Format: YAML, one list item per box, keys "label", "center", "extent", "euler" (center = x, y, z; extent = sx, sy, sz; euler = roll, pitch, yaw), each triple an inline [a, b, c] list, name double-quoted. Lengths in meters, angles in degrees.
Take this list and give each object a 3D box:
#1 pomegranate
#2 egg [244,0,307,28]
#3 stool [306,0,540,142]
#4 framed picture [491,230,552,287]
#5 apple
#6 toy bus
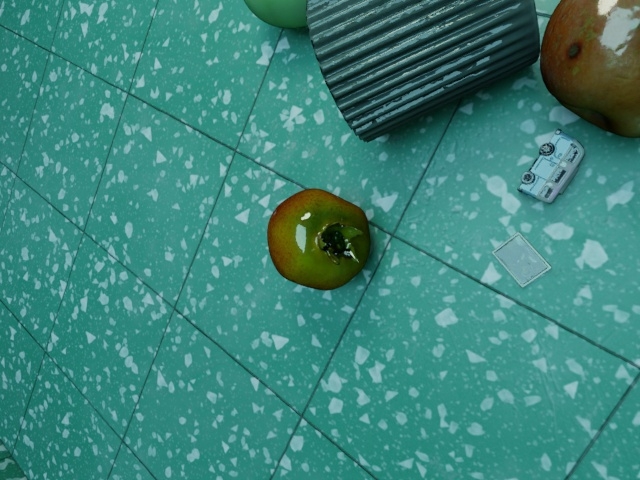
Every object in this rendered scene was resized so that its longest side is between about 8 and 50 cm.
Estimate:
- label: "pomegranate"
  center: [0.000, 0.000, 0.890]
  extent: [0.257, 0.221, 0.220]
  euler: [-177, 86, -74]
- label: "egg"
  center: [-0.053, -0.591, 0.937]
  extent: [0.270, 0.220, 0.220]
  euler: [-14, 83, 27]
- label: "stool"
  center: [0.185, -0.373, 0.774]
  extent: [0.330, 0.297, 0.296]
  euler: [-16, 82, 24]
- label: "framed picture"
  center: [0.380, 0.036, 0.814]
  extent: [0.066, 0.007, 0.089]
  euler: [-43, 70, 22]
- label: "apple"
  center: [0.460, -0.277, 0.640]
  extent: [0.254, 0.254, 0.253]
  euler: [0, 90, 29]
- label: "toy bus"
  center: [0.415, -0.129, 0.766]
  extent: [0.075, 0.060, 0.122]
  euler: [35, 108, 20]
